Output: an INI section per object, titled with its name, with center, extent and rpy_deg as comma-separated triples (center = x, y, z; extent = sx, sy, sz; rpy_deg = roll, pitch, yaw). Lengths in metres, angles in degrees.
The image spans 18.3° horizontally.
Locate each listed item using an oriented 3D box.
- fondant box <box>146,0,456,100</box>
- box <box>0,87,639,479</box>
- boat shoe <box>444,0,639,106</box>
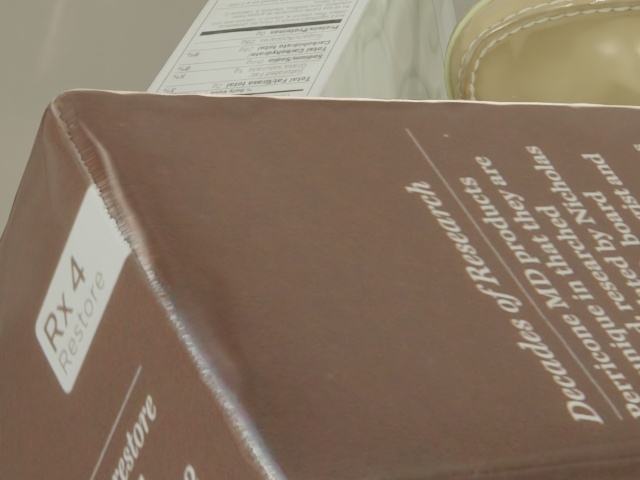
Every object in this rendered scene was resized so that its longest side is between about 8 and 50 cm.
[fondant box]
center = 0.000, 0.000, 0.978
extent = 0.096, 0.238, 0.330
rpy_deg = -2, 31, 19
[box]
center = 0.089, 0.071, 0.564
extent = 0.381, 0.191, 0.143
rpy_deg = -1, 42, -32
[boat shoe]
center = 0.197, -0.066, 0.847
extent = 0.302, 0.109, 0.098
rpy_deg = 3, 26, 14
